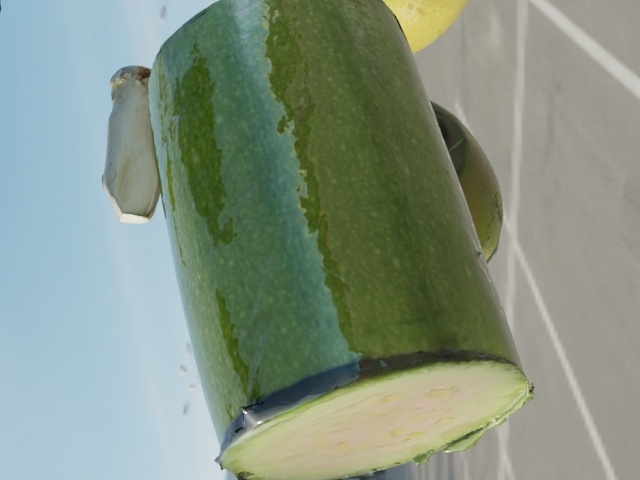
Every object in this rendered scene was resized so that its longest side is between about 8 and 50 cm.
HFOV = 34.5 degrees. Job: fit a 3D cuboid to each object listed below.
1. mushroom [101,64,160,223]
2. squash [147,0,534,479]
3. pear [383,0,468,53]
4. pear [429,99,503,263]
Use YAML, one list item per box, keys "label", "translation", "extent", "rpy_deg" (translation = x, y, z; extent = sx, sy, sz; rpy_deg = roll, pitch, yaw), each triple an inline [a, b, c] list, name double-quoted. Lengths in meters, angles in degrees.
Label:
- label: "mushroom"
  translation: [-0.201, -0.104, 1.148]
  extent: [0.071, 0.084, 0.209]
  rpy_deg: [122, 154, -54]
- label: "squash"
  translation: [0.000, 0.000, 0.889]
  extent: [0.263, 0.263, 0.384]
  rpy_deg: [85, 171, -58]
- label: "pear"
  translation: [0.051, -0.397, 1.351]
  extent: [0.348, 0.349, 0.348]
  rpy_deg: [-2, -90, -88]
- label: "pear"
  translation: [0.135, -0.110, 1.734]
  extent: [0.165, 0.399, 0.398]
  rpy_deg: [102, 170, -55]
